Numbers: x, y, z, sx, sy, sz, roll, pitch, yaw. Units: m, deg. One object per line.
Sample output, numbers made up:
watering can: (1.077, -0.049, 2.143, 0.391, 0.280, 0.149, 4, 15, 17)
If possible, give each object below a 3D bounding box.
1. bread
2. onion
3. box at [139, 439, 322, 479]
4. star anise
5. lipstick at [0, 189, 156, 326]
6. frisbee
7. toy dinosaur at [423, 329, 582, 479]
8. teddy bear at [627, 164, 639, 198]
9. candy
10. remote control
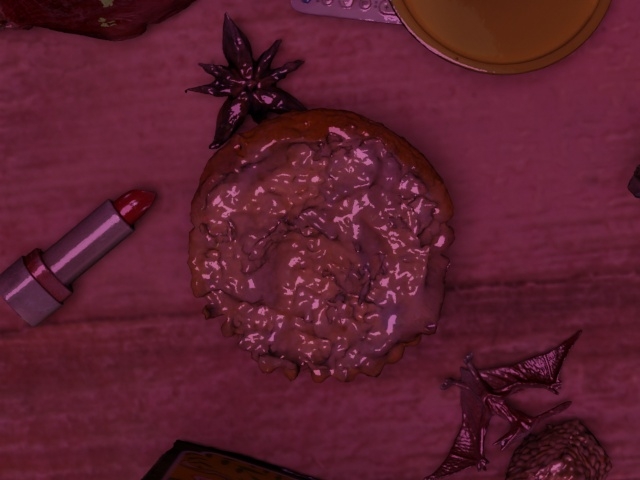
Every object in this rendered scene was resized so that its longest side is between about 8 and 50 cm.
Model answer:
bread: (0.000, 0.000, 1.831, 0.274, 0.149, 0.274, 0, 100, 1)
onion: (-0.238, -0.299, 1.839, 0.283, 0.120, 0.227, -39, 86, 10)
box: (-0.015, 0.339, 1.735, 0.373, 0.420, 0.138, 17, 97, 4)
star anise: (-0.076, -0.166, 1.864, 0.124, 0.056, 0.129, -16, 98, -3)
lipstick: (-0.243, 0.006, 1.910, 0.186, 0.057, 0.063, -39, 119, 4)
frisbee: (0.173, -0.274, 1.811, 0.236, 0.017, 0.236, 1, 83, -4)
toy dinosaur: (0.179, 0.162, 1.880, 0.108, 0.032, 0.220, 45, 94, 12)
teddy bear: (0.394, -0.082, 1.789, 0.213, 0.111, 0.133, 11, 137, -12)
candy: (0.234, 0.234, 1.856, 0.095, 0.110, 0.085, -39, 92, 25)
remote control: (0.085, -0.246, 1.844, 0.229, 0.044, 0.073, 7, 86, 9)
